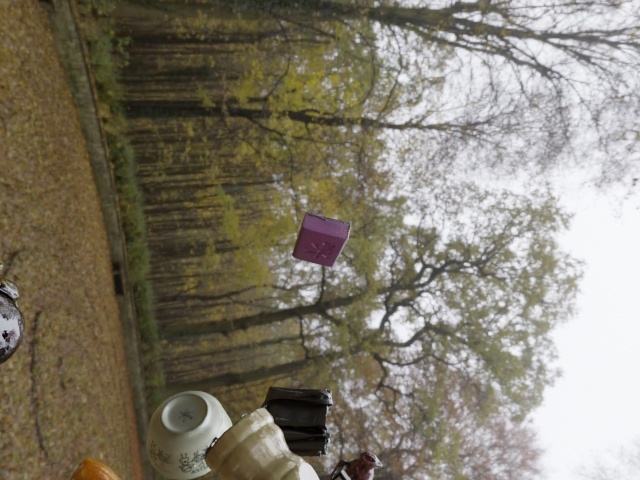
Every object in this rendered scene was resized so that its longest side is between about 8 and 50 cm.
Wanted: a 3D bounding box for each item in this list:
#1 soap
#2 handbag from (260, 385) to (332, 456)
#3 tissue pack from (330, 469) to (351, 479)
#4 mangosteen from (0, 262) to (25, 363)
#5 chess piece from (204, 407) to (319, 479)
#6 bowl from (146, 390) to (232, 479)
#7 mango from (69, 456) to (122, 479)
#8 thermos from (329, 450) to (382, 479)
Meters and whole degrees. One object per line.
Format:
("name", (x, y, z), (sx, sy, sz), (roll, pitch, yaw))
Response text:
("soap", (0.000, 0.002, 1.968), (0.259, 0.181, 0.081), (116, -13, -61))
("handbag", (-0.085, 0.631, 1.788), (0.285, 0.257, 0.113), (-80, 165, -61))
("tissue pack", (0.046, 0.937, 1.861), (0.103, 0.170, 0.090), (50, -5, 20))
("mangosteen", (-1.069, 0.247, 1.544), (0.330, 0.330, 0.330), (173, -90, -72))
("chess piece", (-0.047, 0.423, 0.828), (0.301, 0.137, 0.137), (40, -38, 25))
("bowl", (-0.359, 0.502, 1.375), (0.238, 0.237, 0.126), (-119, -156, -50))
("mango", (-0.708, 0.831, 1.668), (0.154, 0.252, 0.126), (-48, -176, 40))
("thermos", (0.115, 0.972, 2.043), (0.136, 0.109, 0.330), (42, -73, 40))
